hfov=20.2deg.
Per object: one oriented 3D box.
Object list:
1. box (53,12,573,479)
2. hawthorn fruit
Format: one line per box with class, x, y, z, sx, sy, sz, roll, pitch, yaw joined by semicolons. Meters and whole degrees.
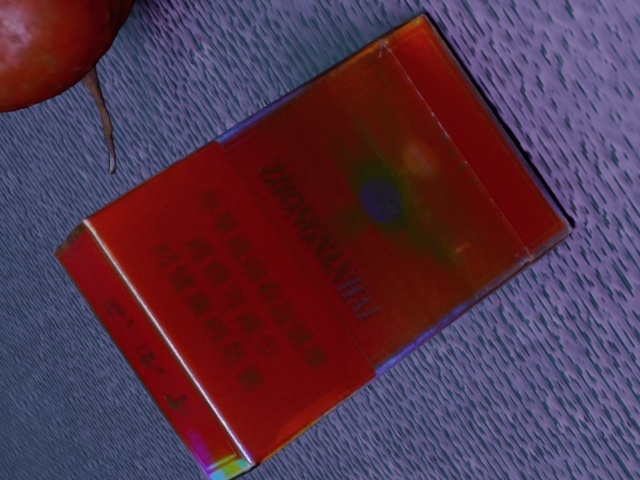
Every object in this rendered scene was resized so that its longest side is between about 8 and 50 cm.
box;0.000;0.000;0.692;0.112;0.175;0.048;56;152;2
hawthorn fruit;-0.150;-0.124;0.858;0.203;0.163;0.162;38;156;-13
